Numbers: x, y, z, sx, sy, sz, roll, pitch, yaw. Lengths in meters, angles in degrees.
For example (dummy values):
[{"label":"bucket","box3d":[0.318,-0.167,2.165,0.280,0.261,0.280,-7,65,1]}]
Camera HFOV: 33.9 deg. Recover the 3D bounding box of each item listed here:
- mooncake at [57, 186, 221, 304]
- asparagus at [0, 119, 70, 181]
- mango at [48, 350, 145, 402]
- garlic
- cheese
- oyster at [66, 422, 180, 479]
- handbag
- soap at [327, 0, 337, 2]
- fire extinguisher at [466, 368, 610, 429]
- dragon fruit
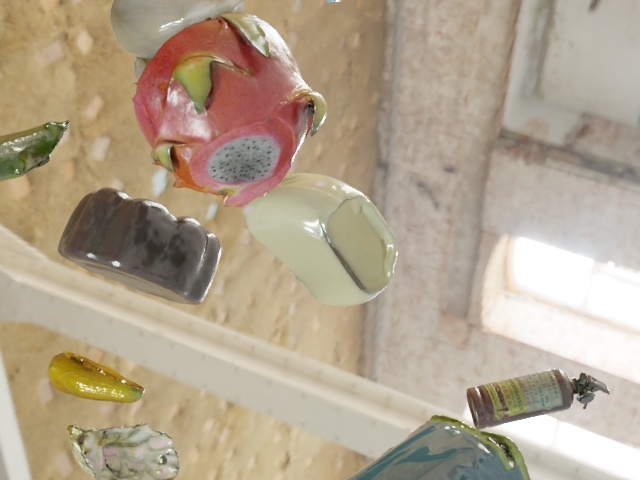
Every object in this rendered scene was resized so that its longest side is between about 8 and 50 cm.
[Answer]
[{"label":"mooncake","box3d":[-0.346,0.014,2.035,0.306,0.306,0.154,53,-126,-66]},{"label":"asparagus","box3d":[-0.518,-0.119,1.616,0.343,0.082,0.085,-24,-86,-47]},{"label":"mango","box3d":[-0.357,0.222,1.662,0.101,0.187,0.066,42,-117,-67]},{"label":"garlic","box3d":[-0.210,-0.328,1.740,0.246,0.340,0.231,-20,-70,-22]},{"label":"cheese","box3d":[0.000,0.000,1.780,0.266,0.233,0.127,52,-125,-29]},{"label":"oyster","box3d":[-0.347,0.383,1.847,0.209,0.072,0.133,2,-86,-36]},{"label":"handbag","box3d":[0.130,0.378,1.306,0.241,0.222,0.263,-28,-72,-28]},{"label":"soap","box3d":[0.067,-0.437,1.422,0.077,0.293,0.156,-33,-83,-36]},{"label":"fire extinguisher","box3d":[0.380,0.266,1.810,0.106,0.252,0.075,86,171,-72]},{"label":"dragon fruit","box3d":[-0.138,-0.183,1.595,0.291,0.189,0.290,-21,-39,-18]}]
